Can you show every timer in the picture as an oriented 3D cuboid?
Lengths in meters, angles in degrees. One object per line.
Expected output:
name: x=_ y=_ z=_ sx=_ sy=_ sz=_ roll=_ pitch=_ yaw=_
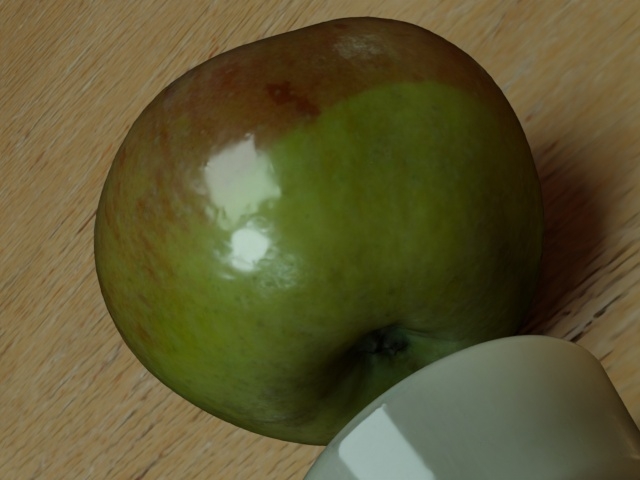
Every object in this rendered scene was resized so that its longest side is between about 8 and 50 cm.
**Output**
timer: x=0.118 y=0.189 z=0.617 sx=0.175 sy=0.175 sz=0.266 roll=-53 pitch=49 yaw=19

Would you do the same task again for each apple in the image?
apple: x=0.000 y=0.000 z=0.819 sx=0.261 sy=0.261 sz=0.194 roll=-43 pitch=48 yaw=31
